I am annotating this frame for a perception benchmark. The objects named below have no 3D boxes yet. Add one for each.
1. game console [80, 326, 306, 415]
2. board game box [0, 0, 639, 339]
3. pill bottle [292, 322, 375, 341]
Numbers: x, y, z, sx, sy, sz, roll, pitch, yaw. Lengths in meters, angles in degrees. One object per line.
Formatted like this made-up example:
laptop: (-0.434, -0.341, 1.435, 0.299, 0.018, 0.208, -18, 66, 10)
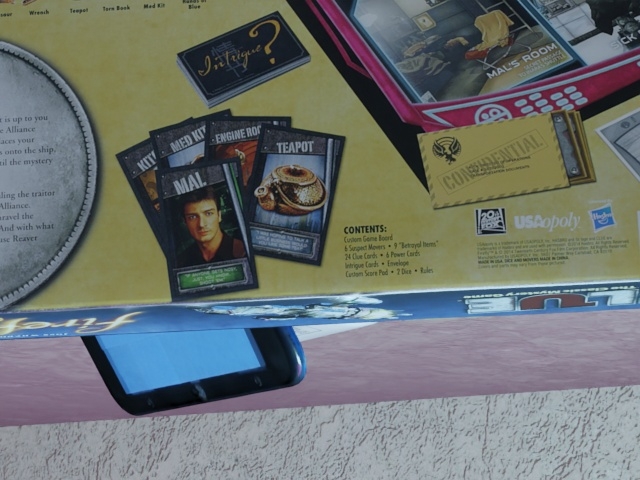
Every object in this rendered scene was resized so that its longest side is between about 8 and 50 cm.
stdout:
game console: (-0.183, 0.021, 1.268, 0.250, 0.173, 0.293, 6, 167, -30)
board game box: (-0.009, -0.059, 0.522, 0.243, 0.165, 0.042, -2, 167, 3)
pill bottle: (0.000, 0.000, 1.267, 0.131, 0.131, 0.229, 7, 167, -31)
